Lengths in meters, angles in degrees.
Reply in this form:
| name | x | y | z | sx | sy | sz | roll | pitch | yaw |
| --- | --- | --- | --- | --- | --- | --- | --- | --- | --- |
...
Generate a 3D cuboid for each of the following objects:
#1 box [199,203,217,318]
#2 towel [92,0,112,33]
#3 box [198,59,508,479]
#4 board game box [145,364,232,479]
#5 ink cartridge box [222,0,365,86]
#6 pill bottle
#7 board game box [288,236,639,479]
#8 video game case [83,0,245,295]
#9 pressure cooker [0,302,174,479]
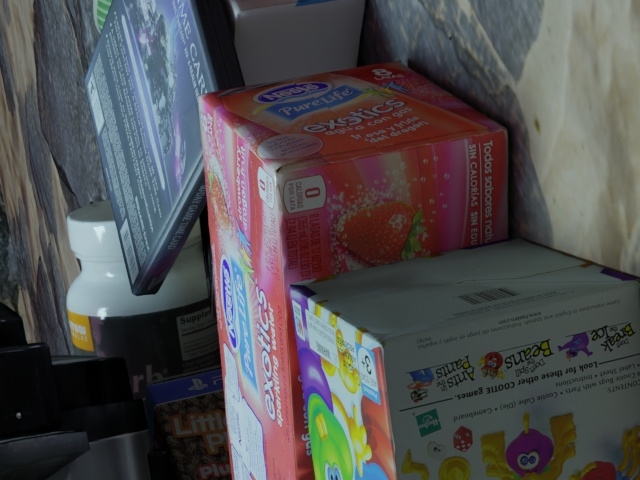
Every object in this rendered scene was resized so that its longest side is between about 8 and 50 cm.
| name | x | y | z | sx | sy | sz | roll | pitch | yaw |
| --- | --- | --- | --- | --- | --- | --- | --- | --- | --- |
| box | -0.067 | -0.082 | 1.194 | 0.231 | 0.056 | 0.183 | -102 | 11 | -50 |
| towel | -0.136 | -0.291 | 1.286 | 0.325 | 0.038 | 0.248 | -171 | 88 | -70 |
| box | 0.022 | 0.058 | 0.955 | 0.154 | 0.142 | 0.300 | -136 | 38 | -60 |
| board game box | -0.039 | 0.281 | 1.282 | 0.232 | 0.141 | 0.291 | 96 | 155 | -44 |
| ink cartridge box | -0.039 | -0.173 | 1.075 | 0.090 | 0.092 | 0.143 | 96 | 156 | -46 |
| pill bottle | -0.160 | 0.102 | 1.507 | 0.162 | 0.162 | 0.279 | -155 | 55 | -68 |
| board game box | 0.086 | 0.154 | 0.820 | 0.142 | 0.144 | 0.275 | -155 | 56 | -69 |
| video game case | -0.117 | -0.104 | 1.112 | 0.274 | 0.026 | 0.196 | 127 | 133 | -57 |
| pressure cooker | -0.294 | 0.239 | 1.176 | 0.375 | 0.369 | 0.421 | 16 | -117 | -78 |
